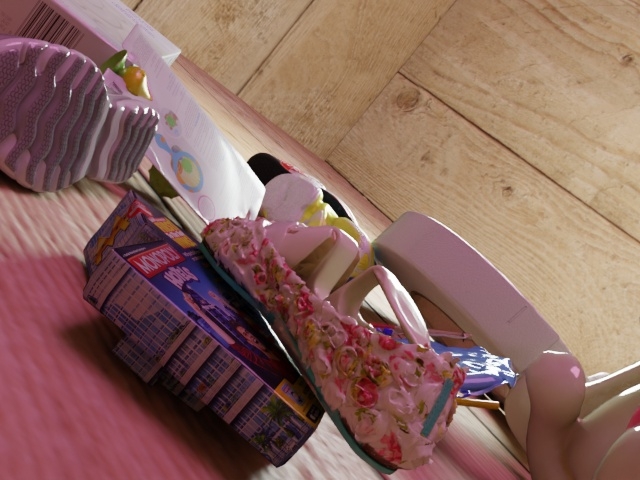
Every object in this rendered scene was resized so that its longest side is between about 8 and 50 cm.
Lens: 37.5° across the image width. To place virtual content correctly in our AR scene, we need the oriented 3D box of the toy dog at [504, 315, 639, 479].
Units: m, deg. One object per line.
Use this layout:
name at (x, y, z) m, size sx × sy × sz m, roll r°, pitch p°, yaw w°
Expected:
toy dog at (0.335, 0.251, 0.887) m, size 0.408 × 0.284 × 0.395 m, roll 16°, pitch 58°, yaw -77°

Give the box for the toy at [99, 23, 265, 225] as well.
toy at (-0.153, -0.092, 0.983) m, size 0.237 × 0.056 × 0.137 m, roll 55°, pitch 30°, yaw -31°

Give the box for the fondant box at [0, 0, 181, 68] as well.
fondant box at (-0.316, -0.267, 1.161) m, size 0.238 × 0.096 × 0.330 m, roll 38°, pitch 10°, yaw -8°

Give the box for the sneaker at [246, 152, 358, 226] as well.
sneaker at (0.000, -0.041, 1.521) m, size 0.270 × 0.090 × 0.145 m, roll 41°, pitch 9°, yaw 31°

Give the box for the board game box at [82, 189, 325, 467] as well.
board game box at (-0.080, 0.051, 0.592) m, size 0.194 × 0.060 × 0.194 m, roll 40°, pitch 7°, yaw 4°

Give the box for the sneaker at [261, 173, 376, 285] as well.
sneaker at (0.000, 0.000, 1.372) m, size 0.240 × 0.091 × 0.126 m, roll 46°, pitch -9°, yaw 43°

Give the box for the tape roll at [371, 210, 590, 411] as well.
tape roll at (0.221, 0.124, 1.308) m, size 0.392 × 0.072 × 0.392 m, roll 48°, pitch -6°, yaw 7°

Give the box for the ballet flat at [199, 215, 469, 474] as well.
ballet flat at (0.008, 0.039, 0.562) m, size 0.091 × 0.077 × 0.241 m, roll 32°, pitch 10°, yaw -45°

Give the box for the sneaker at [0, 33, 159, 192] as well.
sneaker at (-0.227, -0.101, 0.743) m, size 0.115 × 0.105 × 0.281 m, roll 25°, pitch -1°, yaw 7°

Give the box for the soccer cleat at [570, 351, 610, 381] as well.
soccer cleat at (0.473, 0.309, 1.575) m, size 0.331 × 0.143 × 0.116 m, roll 44°, pitch 8°, yaw 34°

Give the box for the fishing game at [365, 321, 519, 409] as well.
fishing game at (0.109, 0.132, 0.963) m, size 0.189 × 0.041 × 0.264 m, roll 5°, pitch 8°, yaw -1°
